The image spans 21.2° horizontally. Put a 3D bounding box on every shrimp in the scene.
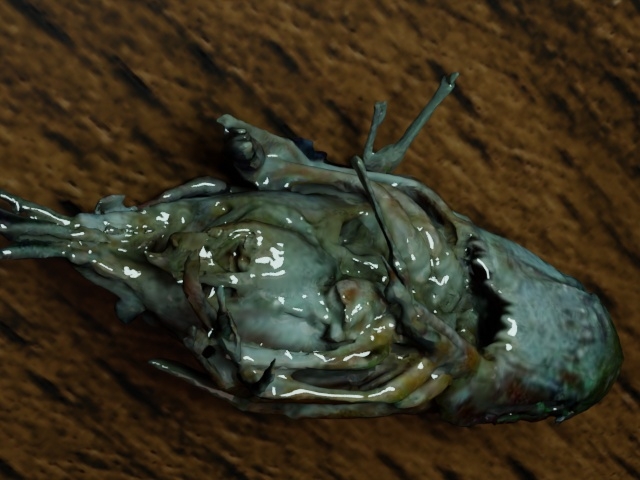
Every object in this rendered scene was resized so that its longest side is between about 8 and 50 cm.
[{"bbox_3d":[0.001,0.001,0.833,0.372,0.137,0.172,23,70,-36],"label":"shrimp"}]
